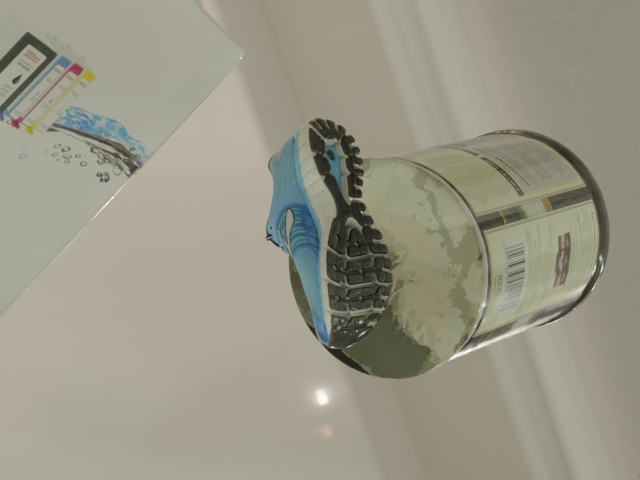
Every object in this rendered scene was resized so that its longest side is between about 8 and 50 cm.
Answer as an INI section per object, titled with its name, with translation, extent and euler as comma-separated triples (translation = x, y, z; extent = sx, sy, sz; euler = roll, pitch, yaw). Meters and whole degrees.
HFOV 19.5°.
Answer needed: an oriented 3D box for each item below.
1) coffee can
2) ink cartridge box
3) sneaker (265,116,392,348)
[coffee can]
translation = 0.126, 0.006, 1.754
extent = 0.202, 0.201, 0.275
euler = -16, 179, 33
[ink cartridge box]
translation = -0.199, -0.097, 1.126
extent = 0.232, 0.168, 0.171
euler = -47, -158, -7
[sneaker]
translation = 0.000, 0.000, 1.295
extent = 0.063, 0.162, 0.073
euler = 9, 154, -42
